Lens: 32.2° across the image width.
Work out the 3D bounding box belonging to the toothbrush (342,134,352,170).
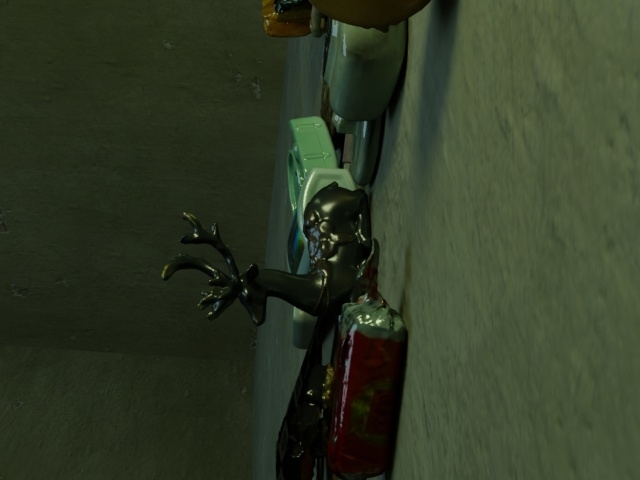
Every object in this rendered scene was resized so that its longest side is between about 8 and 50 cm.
[{"bbox_3d":[0.038,-0.128,1.521,0.017,0.014,0.194,-109,24,-78],"label":"toothbrush"}]

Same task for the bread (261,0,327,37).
[{"bbox_3d":[-0.056,-0.468,2.173,0.271,0.139,0.077,-91,-2,-60],"label":"bread"}]

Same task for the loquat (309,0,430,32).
[{"bbox_3d":[0.046,-0.244,0.924,0.141,0.141,0.141,-176,90,-85],"label":"loquat"}]

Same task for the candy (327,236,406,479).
[{"bbox_3d":[0.041,0.142,1.031,0.086,0.059,0.292,-96,11,-79],"label":"candy"}]

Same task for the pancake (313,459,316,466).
[{"bbox_3d":[-0.017,0.342,1.632,0.116,0.023,0.129,85,-177,-63],"label":"pancake"}]

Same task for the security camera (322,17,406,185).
[{"bbox_3d":[0.040,-0.177,1.247,0.301,0.080,0.157,99,173,-63],"label":"security camera"}]

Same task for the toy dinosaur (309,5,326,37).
[{"bbox_3d":[0.012,-0.334,1.436,0.200,0.072,0.251,75,-161,-68],"label":"toy dinosaur"}]

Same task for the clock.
[{"bbox_3d":[-0.010,-0.076,1.638,0.148,0.060,0.188,-107,13,-46],"label":"clock"}]

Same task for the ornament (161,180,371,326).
[{"bbox_3d":[-0.059,0.006,1.258,0.080,0.236,0.202,124,149,-58],"label":"ornament"}]

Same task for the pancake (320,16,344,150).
[{"bbox_3d":[0.028,-0.274,1.679,0.288,0.033,0.286,112,164,-71],"label":"pancake"}]

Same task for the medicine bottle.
[{"bbox_3d":[0.000,0.000,1.462,0.229,0.083,0.121,106,165,-69],"label":"medicine bottle"}]

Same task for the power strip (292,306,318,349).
[{"bbox_3d":[-0.019,0.093,1.701,0.270,0.046,0.118,99,174,-75],"label":"power strip"}]

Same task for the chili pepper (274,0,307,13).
[{"bbox_3d":[-0.008,-0.513,1.942,0.264,0.116,0.148,110,175,-69],"label":"chili pepper"}]

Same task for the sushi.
[{"bbox_3d":[-0.007,0.248,1.494,0.279,0.043,0.192,-67,-20,-57],"label":"sushi"}]
